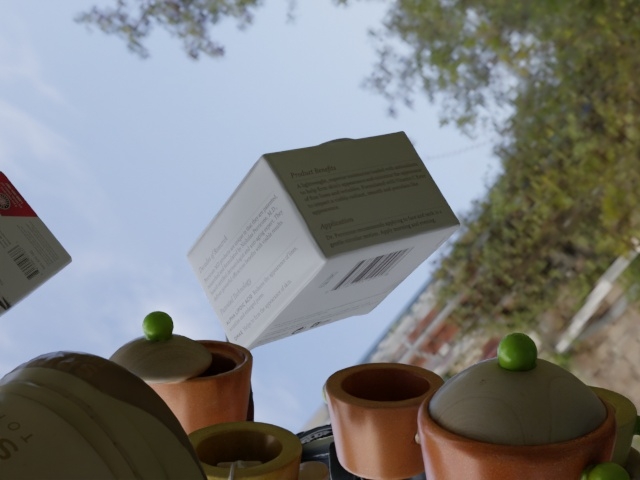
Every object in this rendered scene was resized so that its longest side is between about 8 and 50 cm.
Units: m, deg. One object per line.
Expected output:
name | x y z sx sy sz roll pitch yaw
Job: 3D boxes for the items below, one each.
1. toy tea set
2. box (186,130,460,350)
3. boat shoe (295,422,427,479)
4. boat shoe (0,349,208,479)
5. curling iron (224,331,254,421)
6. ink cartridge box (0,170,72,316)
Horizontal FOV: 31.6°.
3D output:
toy tea set | 0.022 0.087 0.630 0.336 0.124 0.200 3 -165 17
box | 0.000 0.000 1.088 0.181 0.182 0.119 -13 -114 -40
boat shoe | 0.036 0.297 1.489 0.113 0.340 0.127 6 -101 -47
boat shoe | -0.060 0.211 0.373 0.110 0.121 0.341 -32 -78 -51
curling iron | -0.085 0.204 1.397 0.068 0.035 0.274 -5 -111 -32
ink cartridge box | -0.320 0.023 1.026 0.109 0.063 0.150 53 -136 -6
